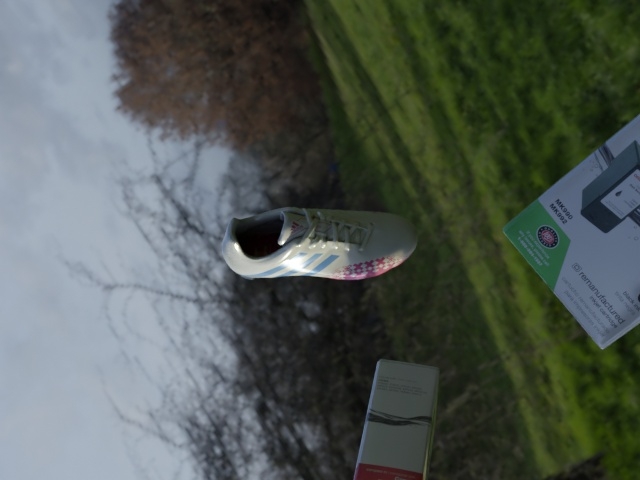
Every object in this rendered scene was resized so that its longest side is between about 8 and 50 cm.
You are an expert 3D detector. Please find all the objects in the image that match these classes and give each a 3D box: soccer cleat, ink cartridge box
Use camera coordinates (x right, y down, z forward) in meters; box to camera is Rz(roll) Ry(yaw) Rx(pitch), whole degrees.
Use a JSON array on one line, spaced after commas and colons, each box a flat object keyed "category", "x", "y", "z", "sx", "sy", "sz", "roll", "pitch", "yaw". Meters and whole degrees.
[{"category": "soccer cleat", "x": 0.000, "y": 0.000, "z": 1.904, "sx": 0.143, "sy": 0.331, "sz": 0.116, "roll": 86, "pitch": 177, "yaw": -63}, {"category": "ink cartridge box", "x": 0.416, "y": -0.035, "z": 1.473, "sx": 0.211, "sy": 0.289, "sz": 0.121, "roll": 51, "pitch": -150, "yaw": 8}, {"category": "ink cartridge box", "x": 0.102, "y": 0.293, "z": 1.545, "sx": 0.158, "sy": 0.092, "sz": 0.218, "roll": 87, "pitch": -168, "yaw": -48}]
